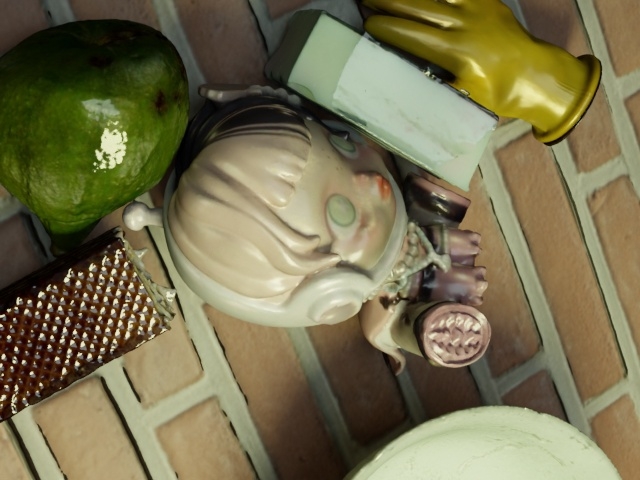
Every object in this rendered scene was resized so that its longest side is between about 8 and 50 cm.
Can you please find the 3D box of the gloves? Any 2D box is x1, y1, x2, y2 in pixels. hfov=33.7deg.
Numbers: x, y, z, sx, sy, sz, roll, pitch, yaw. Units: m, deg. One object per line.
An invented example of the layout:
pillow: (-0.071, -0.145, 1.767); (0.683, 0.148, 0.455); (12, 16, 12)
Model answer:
gloves: (0.173, -0.230, 1.222); (0.294, 0.116, 0.133); (27, 56, -15)

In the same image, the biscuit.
biscuit: (-0.264, 0.086, 1.018); (0.252, 0.070, 0.106); (-28, 106, -3)

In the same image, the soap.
soap: (0.068, -0.152, 1.130); (0.231, 0.145, 0.091); (27, 94, -21)

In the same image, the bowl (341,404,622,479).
bowl: (0.129, 0.375, 1.188); (0.435, 0.196, 0.434); (-3, 96, -25)

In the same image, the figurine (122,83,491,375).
figurine: (0.002, 0.006, 1.078); (0.361, 0.253, 0.211); (29, 116, -28)

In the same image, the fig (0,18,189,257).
fig: (-0.221, -0.079, 1.009); (0.203, 0.203, 0.235); (-12, 121, -23)
